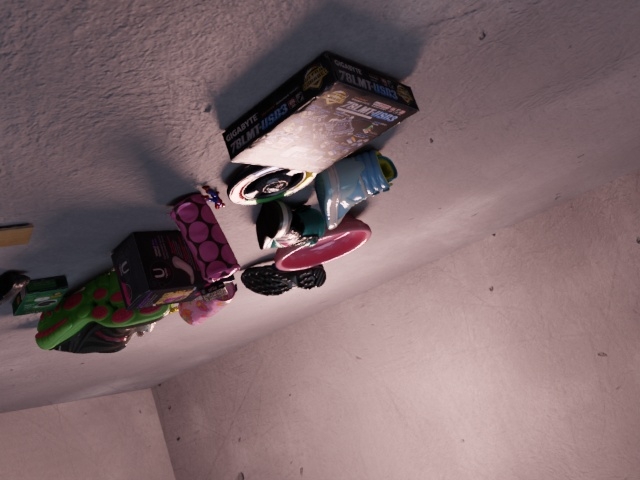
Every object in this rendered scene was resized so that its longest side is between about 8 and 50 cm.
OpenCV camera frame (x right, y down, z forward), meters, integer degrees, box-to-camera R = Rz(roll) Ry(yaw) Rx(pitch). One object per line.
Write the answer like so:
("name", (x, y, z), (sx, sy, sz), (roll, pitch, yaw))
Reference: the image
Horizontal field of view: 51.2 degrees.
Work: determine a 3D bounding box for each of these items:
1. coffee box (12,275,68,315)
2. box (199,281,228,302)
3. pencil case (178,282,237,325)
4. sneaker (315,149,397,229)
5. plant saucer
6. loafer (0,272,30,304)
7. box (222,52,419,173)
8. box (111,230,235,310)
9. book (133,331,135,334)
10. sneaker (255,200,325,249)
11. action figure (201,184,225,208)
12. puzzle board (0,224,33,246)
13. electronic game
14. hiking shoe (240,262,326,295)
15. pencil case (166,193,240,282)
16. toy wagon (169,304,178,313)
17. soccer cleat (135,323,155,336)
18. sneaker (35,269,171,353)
("coffee box", (-0.772, 0.154, 1.835), (0.113, 0.040, 0.184), (-8, 160, -36))
("box", (-0.287, 0.140, 1.802), (0.067, 0.018, 0.083), (-20, 165, -7))
("pencil case", (-0.398, 0.202, 2.337), (0.124, 0.124, 0.284), (-8, 161, -36))
("sneaker", (0.097, -0.131, 1.769), (0.208, 0.127, 0.319), (-17, 166, -6))
("plant saucer", (0.000, 0.000, 2.185), (0.332, 0.084, 0.332), (-19, 165, -5))
("loafer", (-0.804, 0.134, 1.691), (0.170, 0.062, 0.061), (-26, 169, 25))
("box", (0.004, -0.242, 1.362), (0.293, 0.073, 0.296), (-31, 161, 34))
("box", (-0.393, 0.074, 1.791), (0.270, 0.165, 0.143), (-4, 157, -45))
("book", (-0.675, 0.295, 2.344), (0.035, 0.096, 0.144), (-6, 160, -40))
("sneaker", (-0.069, -0.047, 1.846), (0.179, 0.123, 0.295), (-10, 171, -16))
("action figure", (-0.253, -0.100, 1.604), (0.030, 0.038, 0.115), (-5, 166, 9))
("puzzle board", (-0.690, -0.006, 1.434), (0.128, 0.011, 0.096), (-9, 163, -34))
("electronic game", (-0.114, -0.143, 1.606), (0.229, 0.048, 0.229), (-19, 165, -5))
("hiking shoe", (-0.131, 0.122, 2.390), (0.304, 0.113, 0.132), (-1, -153, -2))
("pencil case", (-0.278, -0.001, 1.593), (0.098, 0.209, 0.095), (-27, 173, -18))
("toy wagon", (-0.572, 0.198, 2.192), (0.267, 0.068, 0.344), (-21, 166, 7))
("soccer cleat", (-0.543, 0.247, 2.119), (0.068, 0.076, 0.196), (-8, 161, -39))
("sneaker", (-0.612, 0.219, 1.953), (0.483, 0.185, 0.202), (-16, 149, 28))
